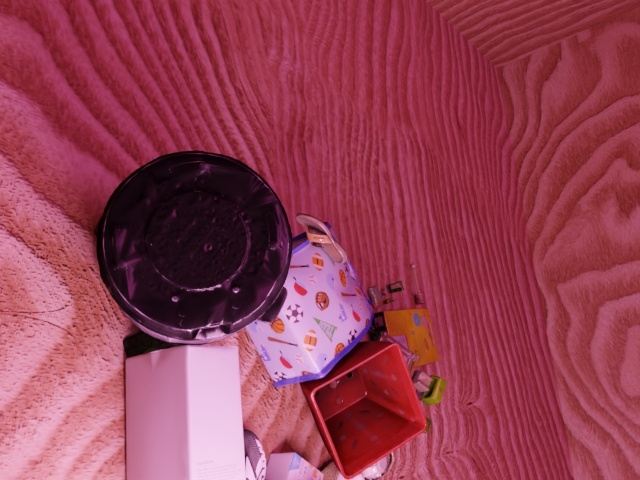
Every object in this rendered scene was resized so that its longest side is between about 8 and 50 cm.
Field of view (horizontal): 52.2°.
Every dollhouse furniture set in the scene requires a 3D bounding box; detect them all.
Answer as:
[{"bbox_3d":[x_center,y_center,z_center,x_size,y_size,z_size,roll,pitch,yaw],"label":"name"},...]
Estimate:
[{"bbox_3d":[0.221,0.447,2.049,0.301,0.151,0.197,38,60,-20],"label":"dollhouse furniture set"},{"bbox_3d":[0.231,0.183,2.270,0.152,0.058,0.076,-16,88,-55],"label":"dollhouse furniture set"}]

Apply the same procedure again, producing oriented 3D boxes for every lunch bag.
[{"bbox_3d":[-0.033,0.159,1.783,0.385,0.239,0.328,-36,102,-46],"label":"lunch bag"}]

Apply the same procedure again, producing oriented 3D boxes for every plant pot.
[{"bbox_3d":[0.084,0.421,1.755,0.267,0.236,0.267,-26,105,-20],"label":"plant pot"}]

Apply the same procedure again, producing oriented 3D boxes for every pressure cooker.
[{"bbox_3d":[-0.269,0.035,1.362,0.375,0.420,0.370,-19,83,-16],"label":"pressure cooker"}]

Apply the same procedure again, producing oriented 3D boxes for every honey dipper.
[{"bbox_3d":[0.367,0.163,2.486,0.030,0.030,0.160,14,62,-50],"label":"honey dipper"}]

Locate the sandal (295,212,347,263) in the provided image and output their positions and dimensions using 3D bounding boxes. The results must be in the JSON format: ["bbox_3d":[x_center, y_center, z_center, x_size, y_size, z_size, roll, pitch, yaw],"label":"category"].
[{"bbox_3d":[0.000,0.000,1.693,0.180,0.072,0.049,50,59,-14],"label":"sandal"}]

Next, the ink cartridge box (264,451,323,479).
[{"bbox_3d":[-0.065,0.614,1.656,0.143,0.090,0.092,46,43,-31],"label":"ink cartridge box"}]

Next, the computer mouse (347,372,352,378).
[{"bbox_3d":[0.055,0.385,1.973,0.242,0.041,0.071,50,57,-19],"label":"computer mouse"}]

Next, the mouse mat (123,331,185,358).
[{"bbox_3d":[-0.356,0.268,1.494,0.190,0.007,0.152,-21,92,-54],"label":"mouse mat"}]

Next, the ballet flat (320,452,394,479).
[{"bbox_3d":[0.098,0.660,1.833,0.348,0.123,0.123,-11,84,-54],"label":"ballet flat"}]

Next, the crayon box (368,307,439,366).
[{"bbox_3d":[0.289,0.343,2.257,0.318,0.081,0.202,5,71,-52],"label":"crayon box"}]

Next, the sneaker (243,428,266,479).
[{"bbox_3d":[-0.183,0.565,1.531,0.106,0.078,0.234,16,65,-52],"label":"sneaker"}]

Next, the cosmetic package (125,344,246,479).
[{"bbox_3d":[-0.281,0.418,1.347,0.156,0.217,0.385,16,66,-49],"label":"cosmetic package"}]
